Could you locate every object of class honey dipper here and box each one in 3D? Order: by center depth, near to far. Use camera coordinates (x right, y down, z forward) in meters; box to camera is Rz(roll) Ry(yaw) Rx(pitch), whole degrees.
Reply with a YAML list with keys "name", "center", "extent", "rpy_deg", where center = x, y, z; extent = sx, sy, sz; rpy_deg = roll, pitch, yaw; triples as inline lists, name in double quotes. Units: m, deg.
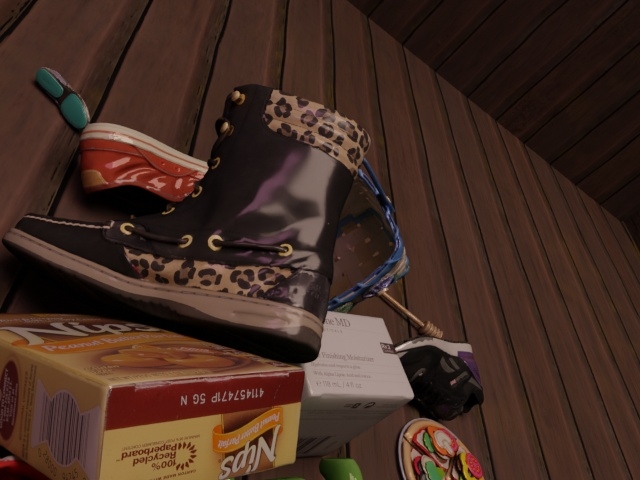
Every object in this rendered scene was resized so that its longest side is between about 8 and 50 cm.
- name: "honey dipper"
  center: [0.162, 0.135, 1.271]
  extent: [0.160, 0.030, 0.030]
  rpy_deg: [39, 31, -6]

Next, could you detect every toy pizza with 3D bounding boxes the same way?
- name: "toy pizza"
  center: [0.201, 0.366, 1.044]
  extent: [0.201, 0.032, 0.201]
  rpy_deg: [31, 34, -24]

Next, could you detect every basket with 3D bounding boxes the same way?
- name: "basket"
  center: [0.000, 0.000, 0.978]
  extent: [0.289, 0.254, 0.201]
  rpy_deg: [40, 19, -54]

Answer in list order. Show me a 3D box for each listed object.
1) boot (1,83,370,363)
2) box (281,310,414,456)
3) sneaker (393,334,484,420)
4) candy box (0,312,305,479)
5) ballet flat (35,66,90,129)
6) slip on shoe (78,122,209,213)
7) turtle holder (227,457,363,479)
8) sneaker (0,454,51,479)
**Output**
- name: "boot"
  center: [-0.140, -0.040, 0.772]
  extent: [0.377, 0.138, 0.284]
  rpy_deg: [13, 67, 16]
- name: "box"
  center: [-0.018, 0.183, 0.842]
  extent: [0.181, 0.182, 0.119]
  rpy_deg: [13, 45, -43]
- name: "sneaker"
  center: [0.189, 0.235, 1.118]
  extent: [0.283, 0.107, 0.124]
  rpy_deg: [10, 53, -45]
- name: "candy box"
  center: [-0.190, 0.127, 0.592]
  extent: [0.183, 0.316, 0.088]
  rpy_deg: [8, 89, -47]
- name: "ballet flat"
  center: [-0.375, -0.212, 1.003]
  extent: [0.114, 0.041, 0.041]
  rpy_deg: [50, 31, 3]
- name: "slip on shoe"
  center: [-0.205, -0.068, 0.995]
  extent: [0.331, 0.123, 0.101]
  rpy_deg: [21, 71, -44]
- name: "turtle holder"
  center: [-0.030, 0.314, 0.582]
  extent: [0.320, 0.243, 0.228]
  rpy_deg: [0, 76, -7]
- name: "sneaker"
  center: [-0.314, 0.198, 0.494]
  extent: [0.270, 0.145, 0.090]
  rpy_deg: [26, 40, -30]
